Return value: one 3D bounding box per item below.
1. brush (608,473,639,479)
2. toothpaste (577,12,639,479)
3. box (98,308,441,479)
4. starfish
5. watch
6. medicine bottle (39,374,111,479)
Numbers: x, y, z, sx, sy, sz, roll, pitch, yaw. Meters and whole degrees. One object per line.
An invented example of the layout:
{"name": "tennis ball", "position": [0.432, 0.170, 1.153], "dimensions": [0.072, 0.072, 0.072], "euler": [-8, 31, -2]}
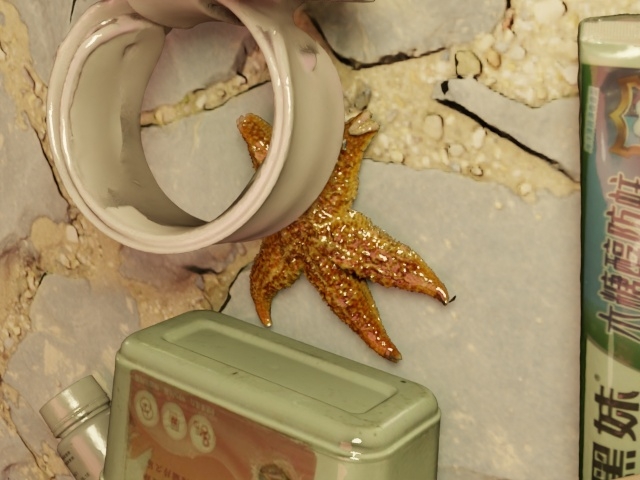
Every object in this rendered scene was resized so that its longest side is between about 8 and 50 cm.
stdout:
{"name": "brush", "position": [0.262, 0.129, 0.677], "dimensions": [0.313, 0.067, 0.072], "euler": [-28, 123, 28]}
{"name": "toothpaste", "position": [0.212, 0.047, 0.711], "dimensions": [0.099, 0.061, 0.392], "euler": [8, 113, 26]}
{"name": "box", "position": [-0.045, 0.184, 0.899], "dimensions": [0.312, 0.175, 0.182], "euler": [16, 110, 31]}
{"name": "starfish", "position": [-0.001, 0.001, 0.867], "dimensions": [0.227, 0.043, 0.240], "euler": [48, 135, 14]}
{"name": "watch", "position": [-0.080, -0.104, 0.758], "dimensions": [0.244, 0.196, 0.231], "euler": [8, 95, 25]}
{"name": "medicine bottle", "position": [-0.226, 0.209, 1.096], "dimensions": [0.130, 0.080, 0.080], "euler": [54, 130, 7]}
